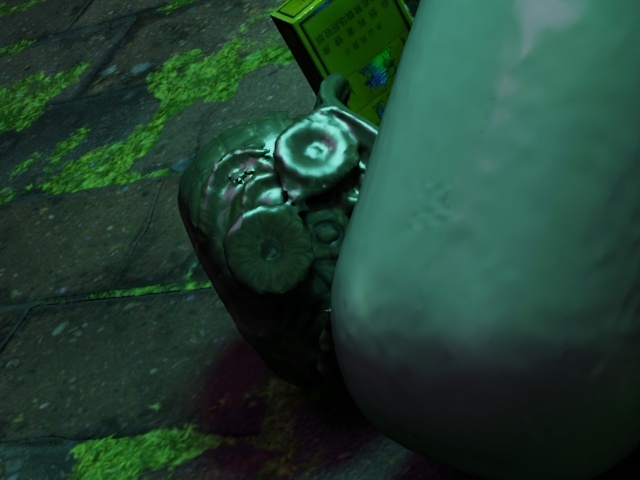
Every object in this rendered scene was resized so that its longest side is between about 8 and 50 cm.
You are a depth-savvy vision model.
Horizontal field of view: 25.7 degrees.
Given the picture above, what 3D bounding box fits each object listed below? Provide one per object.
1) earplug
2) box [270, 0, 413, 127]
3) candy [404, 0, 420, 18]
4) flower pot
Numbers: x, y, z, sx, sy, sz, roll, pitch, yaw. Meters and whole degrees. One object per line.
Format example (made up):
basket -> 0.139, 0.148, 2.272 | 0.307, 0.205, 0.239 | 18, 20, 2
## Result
earplug -> 0.176, 0.001, 1.155 | 0.312, 0.312, 0.394 | 12, 79, 49
box -> 0.051, -0.224, 1.711 | 0.141, 0.220, 0.064 | -41, 33, -13
candy -> 0.178, -0.247, 1.658 | 0.097, 0.194, 0.062 | 11, 55, 47
flower pot -> 0.000, 0.000, 1.384 | 0.213, 0.302, 0.302 | -31, 31, 2
